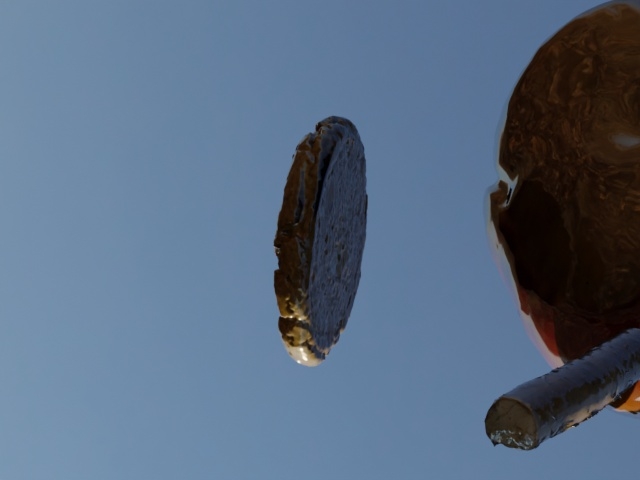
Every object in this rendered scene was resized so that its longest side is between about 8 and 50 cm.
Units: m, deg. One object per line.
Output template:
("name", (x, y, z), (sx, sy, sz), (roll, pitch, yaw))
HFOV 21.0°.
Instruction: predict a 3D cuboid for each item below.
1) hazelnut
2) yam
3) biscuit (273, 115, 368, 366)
("hazelnut", (0.321, -0.019, 1.542), (0.409, 0.359, 0.359), (-107, -145, -51))
("yam", (0.122, 0.069, 0.811), (0.032, 0.145, 0.032), (7, -76, 31))
("biscuit", (0.000, 0.000, 1.528), (0.226, 0.042, 0.226), (6, 90, -76))
